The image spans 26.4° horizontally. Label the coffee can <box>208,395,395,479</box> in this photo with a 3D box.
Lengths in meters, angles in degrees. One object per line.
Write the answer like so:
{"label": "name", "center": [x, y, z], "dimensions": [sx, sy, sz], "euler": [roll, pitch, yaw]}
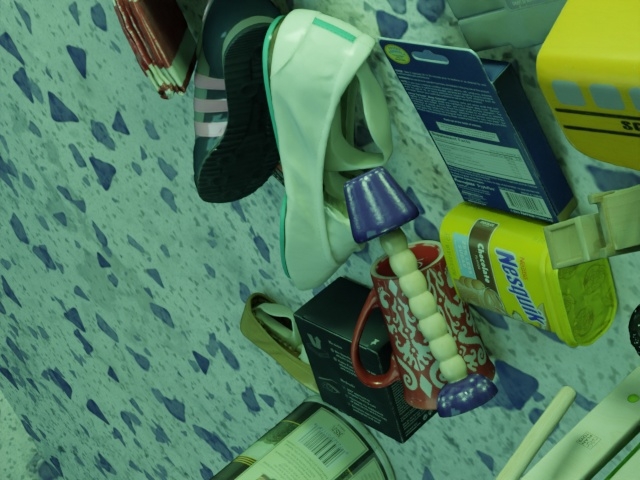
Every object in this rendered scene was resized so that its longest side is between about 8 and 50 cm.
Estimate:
{"label": "coffee can", "center": [-0.054, 0.387, 1.988], "dimensions": [0.201, 0.275, 0.201], "euler": [37, 147, 28]}

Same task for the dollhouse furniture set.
{"label": "dollhouse furniture set", "center": [0.282, -0.072, 1.208], "dimensions": [0.182, 0.101, 0.161], "euler": [-20, 80, 61]}

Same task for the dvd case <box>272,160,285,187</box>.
{"label": "dvd case", "center": [-0.033, -0.102, 1.684], "dimensions": [0.087, 0.013, 0.119], "euler": [44, 151, 16]}

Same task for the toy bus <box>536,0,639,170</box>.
{"label": "toy bus", "center": [0.332, -0.107, 0.971], "dimensions": [0.333, 0.108, 0.130], "euler": [11, 149, 40]}

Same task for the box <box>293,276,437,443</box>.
{"label": "box", "center": [0.065, 0.151, 1.740], "dimensions": [0.156, 0.093, 0.158], "euler": [22, 140, 44]}

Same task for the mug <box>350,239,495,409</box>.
{"label": "mug", "center": [0.110, 0.102, 1.571], "dimensions": [0.113, 0.150, 0.169], "euler": [32, 145, 63]}

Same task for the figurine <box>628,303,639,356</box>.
{"label": "figurine", "center": [0.338, 0.121, 1.159], "dimensions": [0.209, 0.092, 0.215], "euler": [105, 148, -70]}

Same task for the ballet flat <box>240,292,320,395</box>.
{"label": "ballet flat", "center": [-0.029, 0.146, 1.897], "dimensions": [0.232, 0.080, 0.073], "euler": [30, 129, 34]}

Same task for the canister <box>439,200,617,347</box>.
{"label": "canister", "center": [0.211, 0.030, 1.410], "dimensions": [0.170, 0.073, 0.126], "euler": [19, 137, 48]}

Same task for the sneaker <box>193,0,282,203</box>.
{"label": "sneaker", "center": [-0.101, -0.178, 1.619], "dimensions": [0.319, 0.112, 0.131], "euler": [109, 145, -49]}

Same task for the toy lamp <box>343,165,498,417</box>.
{"label": "toy lamp", "center": [0.102, 0.053, 1.468], "dimensions": [0.080, 0.080, 0.274], "euler": [-17, 97, 60]}

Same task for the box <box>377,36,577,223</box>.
{"label": "box", "center": [0.153, -0.115, 1.326], "dimensions": [0.136, 0.036, 0.225], "euler": [18, 150, 47]}

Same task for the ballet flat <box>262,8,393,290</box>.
{"label": "ballet flat", "center": [0.017, -0.078, 1.537], "dimensions": [0.139, 0.139, 0.400], "euler": [33, 145, 32]}

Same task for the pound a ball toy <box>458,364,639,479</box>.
{"label": "pound a ball toy", "center": [0.274, 0.238, 1.289], "dimensions": [0.136, 0.319, 0.208], "euler": [26, 141, 40]}

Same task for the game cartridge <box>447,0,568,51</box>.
{"label": "game cartridge", "center": [0.205, -0.277, 1.093], "dimensions": [0.355, 0.068, 0.230], "euler": [-1, 125, 57]}

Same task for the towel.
{"label": "towel", "center": [-0.232, -0.332, 1.561], "dimensions": [0.237, 0.037, 0.329], "euler": [-89, -26, -69]}
